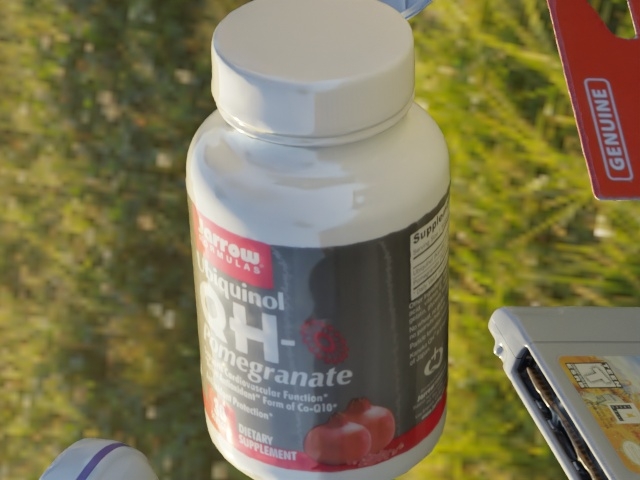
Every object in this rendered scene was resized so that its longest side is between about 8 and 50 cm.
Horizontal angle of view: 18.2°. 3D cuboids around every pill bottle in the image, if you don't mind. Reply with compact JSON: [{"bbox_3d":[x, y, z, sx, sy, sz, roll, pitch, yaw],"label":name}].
[{"bbox_3d":[0.000,0.000,1.354,0.176,0.176,0.318,47,147,48],"label":"pill bottle"}]

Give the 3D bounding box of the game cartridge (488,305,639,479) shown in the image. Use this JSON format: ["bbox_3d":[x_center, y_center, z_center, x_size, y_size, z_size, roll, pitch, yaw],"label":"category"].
[{"bbox_3d":[0.287,0.163,1.710,0.297,0.198,0.062,61,143,43],"label":"game cartridge"}]

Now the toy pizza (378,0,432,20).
[{"bbox_3d":[0.092,-0.304,1.983,0.201,0.032,0.201,-26,55,43],"label":"toy pizza"}]

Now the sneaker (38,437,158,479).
[{"bbox_3d":[-0.073,0.227,0.886,0.161,0.102,0.282,0,65,21],"label":"sneaker"}]

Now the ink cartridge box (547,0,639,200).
[{"bbox_3d":[0.231,-0.150,1.031,0.060,0.239,0.275,125,140,-56],"label":"ink cartridge box"}]
